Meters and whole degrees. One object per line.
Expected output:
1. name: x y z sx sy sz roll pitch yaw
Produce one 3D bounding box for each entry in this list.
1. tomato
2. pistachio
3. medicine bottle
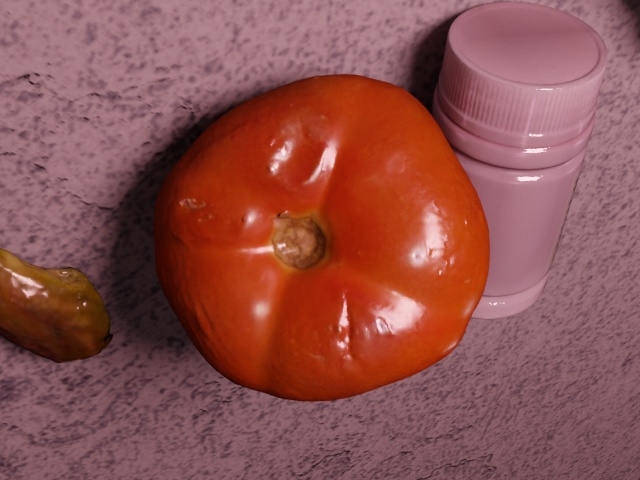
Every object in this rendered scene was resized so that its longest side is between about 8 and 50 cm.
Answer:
1. tomato: 0.002 0.004 0.750 0.259 0.260 0.180 -37 171 13
2. pistachio: -0.233 0.059 0.812 0.089 0.049 0.173 -36 137 9
3. medicine bottle: 0.151 -0.060 0.817 0.133 0.133 0.250 -12 137 -14
